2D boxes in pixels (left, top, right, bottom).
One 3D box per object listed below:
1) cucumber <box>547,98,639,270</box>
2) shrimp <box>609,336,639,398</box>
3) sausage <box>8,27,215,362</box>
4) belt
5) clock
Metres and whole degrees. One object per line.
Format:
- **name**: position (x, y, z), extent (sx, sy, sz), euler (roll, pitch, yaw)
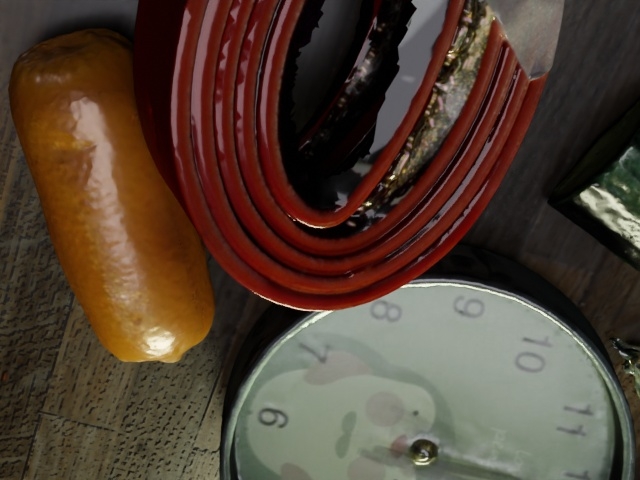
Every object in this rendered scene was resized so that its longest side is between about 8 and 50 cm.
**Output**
- **cucumber**: position (0.242, -0.035, 0.668), extent (0.115, 0.062, 0.116), euler (36, 107, -16)
- **shrimp**: position (0.275, 0.230, 0.800), extent (0.185, 0.068, 0.287), euler (14, 113, -14)
- **sausage**: position (-0.135, -0.019, 0.627), extent (0.098, 0.098, 0.238), euler (-12, 115, 1)
- **belt**: position (0.015, -0.126, 0.541), extent (0.227, 0.115, 0.324), euler (8, 109, -26)
- **clock**: position (0.079, 0.161, 0.718), extent (0.318, 0.066, 0.319), euler (0, 107, 1)
